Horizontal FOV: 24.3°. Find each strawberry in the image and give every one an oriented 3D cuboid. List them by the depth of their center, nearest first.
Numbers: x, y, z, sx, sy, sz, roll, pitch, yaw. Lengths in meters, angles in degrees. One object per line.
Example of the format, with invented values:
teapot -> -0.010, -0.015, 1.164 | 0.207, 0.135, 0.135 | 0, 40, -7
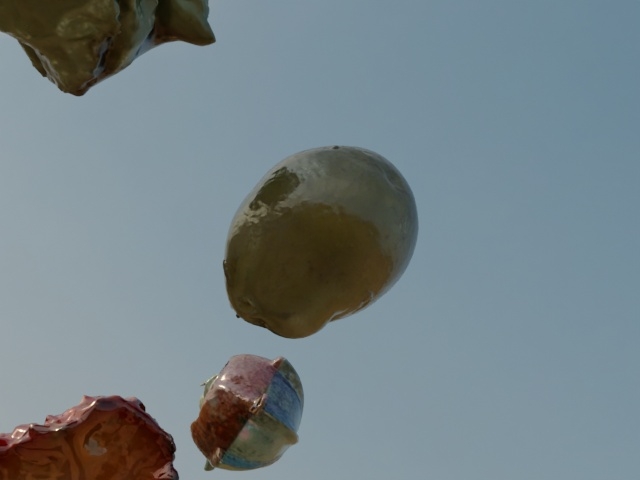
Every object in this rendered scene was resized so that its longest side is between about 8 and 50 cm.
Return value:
strawberry -> -0.288, 0.291, 1.536 | 0.265, 0.336, 0.149 | 43, 2, -15

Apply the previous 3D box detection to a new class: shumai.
shumai -> -0.235, -0.320, 1.519 | 0.324, 0.397, 0.323 | -12, -52, 3

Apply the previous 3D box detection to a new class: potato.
potato -> 0.000, 0.000, 1.556 | 0.178, 0.235, 0.160 | 43, -16, 2

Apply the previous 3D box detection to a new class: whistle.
whistle -> -0.102, 0.221, 1.837 | 0.134, 0.142, 0.346 | 11, -15, -11
